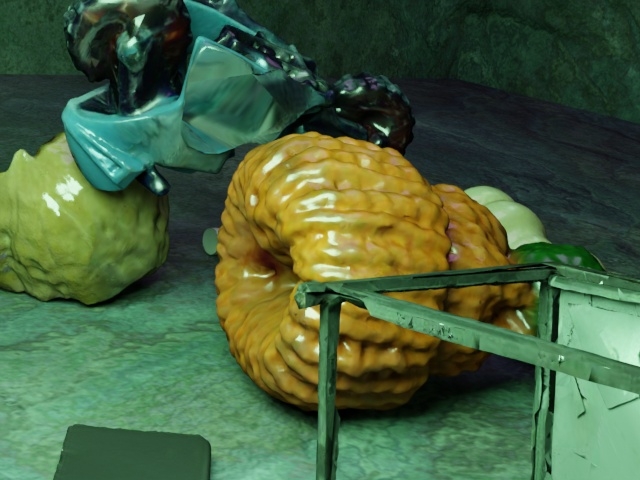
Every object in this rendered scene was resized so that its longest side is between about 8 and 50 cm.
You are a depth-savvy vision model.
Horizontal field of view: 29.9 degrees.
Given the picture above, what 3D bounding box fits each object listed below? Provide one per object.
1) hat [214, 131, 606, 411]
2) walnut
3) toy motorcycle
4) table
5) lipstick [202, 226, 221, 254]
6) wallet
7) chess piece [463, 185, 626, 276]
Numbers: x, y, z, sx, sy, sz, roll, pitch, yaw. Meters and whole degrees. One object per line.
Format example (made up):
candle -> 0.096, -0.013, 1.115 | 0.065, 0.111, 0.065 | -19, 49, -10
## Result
hat -> 0.106, 0.015, 1.209 | 0.400, 0.285, 0.285 | -7, 19, -21
walnut -> -0.263, -0.017, 1.365 | 0.238, 0.204, 0.141 | -13, 46, -38
toy motorcycle -> -0.102, -0.129, 1.293 | 0.416, 0.232, 0.172 | 17, 26, -32
table -> 0.186, 0.152, 0.810 | 0.272, 0.222, 0.335 | -4, 10, -37
lipstick -> -0.100, -0.003, 1.670 | 0.130, 0.038, 0.038 | -5, 20, -40
wallet -> -0.145, 0.202, 0.913 | 0.124, 0.025, 0.244 | 6, 14, -7
chess piece -> 0.264, 0.065, 1.412 | 0.167, 0.167, 0.299 | -3, 25, -36
